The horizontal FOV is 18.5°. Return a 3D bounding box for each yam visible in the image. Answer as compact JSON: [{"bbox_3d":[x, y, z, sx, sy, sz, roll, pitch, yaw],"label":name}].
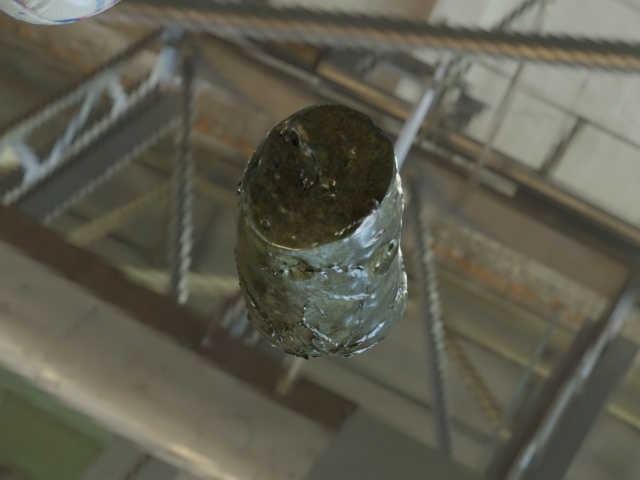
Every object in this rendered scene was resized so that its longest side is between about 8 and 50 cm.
[{"bbox_3d":[0.000,0.000,1.146,0.107,0.183,0.107,-1,-118,1],"label":"yam"}]

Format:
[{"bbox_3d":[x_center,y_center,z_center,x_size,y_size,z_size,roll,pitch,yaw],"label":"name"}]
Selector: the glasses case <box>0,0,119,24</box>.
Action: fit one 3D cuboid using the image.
[{"bbox_3d":[-0.142,-0.226,0.689,0.076,0.327,0.125,-5,-143,34],"label":"glasses case"}]
